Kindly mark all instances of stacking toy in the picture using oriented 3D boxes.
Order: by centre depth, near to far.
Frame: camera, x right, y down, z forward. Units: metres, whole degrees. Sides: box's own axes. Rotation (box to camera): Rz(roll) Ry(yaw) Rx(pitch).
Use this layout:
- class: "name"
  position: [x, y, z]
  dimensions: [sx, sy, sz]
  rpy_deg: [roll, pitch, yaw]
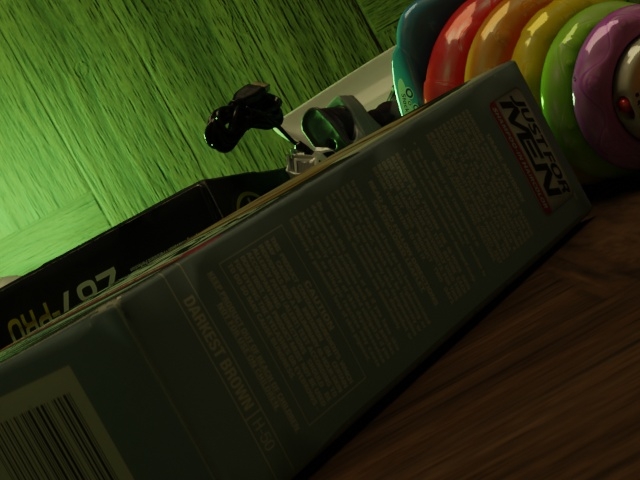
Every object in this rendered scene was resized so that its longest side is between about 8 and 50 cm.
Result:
- class: "stacking toy"
  position: [0.193, -0.099, 0.868]
  dimensions: [0.165, 0.175, 0.302]
  rpy_deg: [-25, 16, -23]

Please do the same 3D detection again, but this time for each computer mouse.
- class: "computer mouse"
  position: [0.000, -0.035, 0.974]
  dimensions: [0.042, 0.193, 0.106]
  rpy_deg: [-45, 5, 23]

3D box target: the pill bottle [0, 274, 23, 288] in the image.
- class: "pill bottle"
  position: [-0.354, 0.121, 1.525]
  dimensions: [0.162, 0.162, 0.278]
  rpy_deg: [-30, 6, -13]

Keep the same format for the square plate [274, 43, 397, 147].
- class: "square plate"
  position: [0.137, -0.174, 1.592]
  dimensions: [0.344, 0.049, 0.347]
  rpy_deg: [-32, 25, -6]

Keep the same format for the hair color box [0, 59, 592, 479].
- class: "hair color box"
  position: [-0.018, 0.032, 0.736]
  dimensions: [0.185, 0.114, 0.374]
  rpy_deg: [-25, 5, 40]

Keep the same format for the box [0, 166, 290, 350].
- class: "box"
  position: [-0.147, 0.050, 1.125]
  dimensions: [0.395, 0.097, 0.318]
  rpy_deg: [-26, -4, 27]

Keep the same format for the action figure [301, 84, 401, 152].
- class: "action figure"
  position: [0.075, -0.112, 1.327]
  dimensions: [0.285, 0.099, 0.185]
  rpy_deg: [-37, -14, -47]
